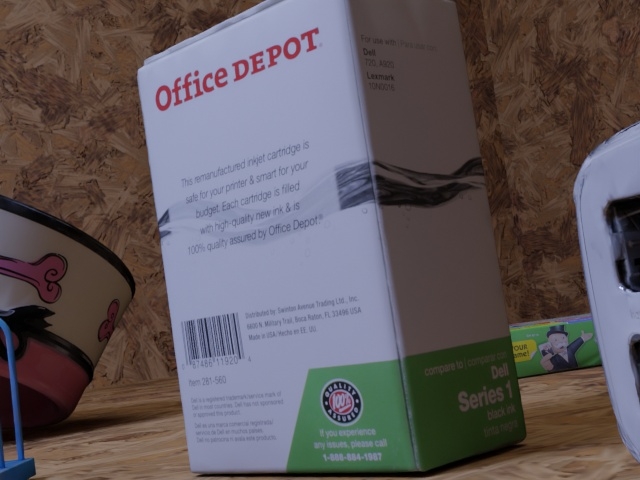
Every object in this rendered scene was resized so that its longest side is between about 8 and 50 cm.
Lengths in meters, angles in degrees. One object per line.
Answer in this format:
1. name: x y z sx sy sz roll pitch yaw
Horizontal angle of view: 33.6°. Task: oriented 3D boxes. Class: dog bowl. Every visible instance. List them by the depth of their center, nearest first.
1. dog bowl: -0.403 0.078 1.068 0.407 0.150 0.408 7 -23 3

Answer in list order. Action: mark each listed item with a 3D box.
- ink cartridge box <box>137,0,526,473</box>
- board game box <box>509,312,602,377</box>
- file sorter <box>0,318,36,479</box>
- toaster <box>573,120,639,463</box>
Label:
1. ink cartridge box: 0.000 0.000 0.531 0.160 0.220 0.092 -12 -6 44
2. board game box: 0.270 0.097 1.066 0.317 0.046 0.213 -6 -6 -16
3. file sorter: -0.237 0.093 0.559 0.118 0.105 0.170 -8 -4 -1
4. toaster: 0.173 0.006 0.283 0.146 0.129 0.227 -10 -2 -19
